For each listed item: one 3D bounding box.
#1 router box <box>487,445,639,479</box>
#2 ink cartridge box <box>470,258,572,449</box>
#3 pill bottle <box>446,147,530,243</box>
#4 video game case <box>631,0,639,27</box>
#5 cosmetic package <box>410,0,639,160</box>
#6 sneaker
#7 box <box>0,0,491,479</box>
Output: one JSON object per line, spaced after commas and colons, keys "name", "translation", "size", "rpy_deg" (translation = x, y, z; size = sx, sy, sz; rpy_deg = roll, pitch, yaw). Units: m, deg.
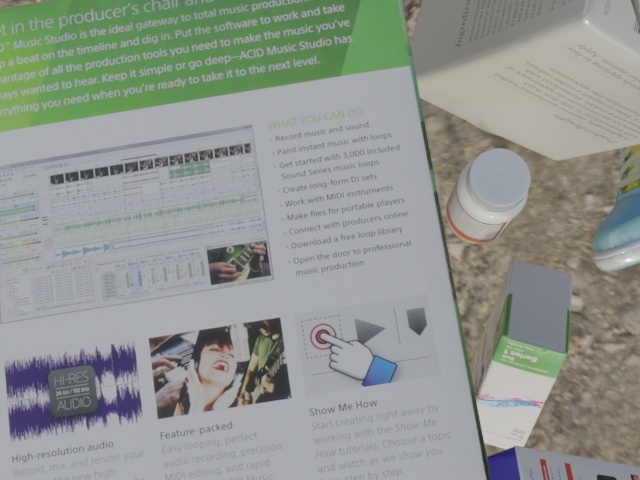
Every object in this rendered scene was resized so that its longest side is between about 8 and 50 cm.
{"name": "router box", "translation": [0.361, 0.462, 1.398], "size": [0.301, 0.082, 0.335], "rpy_deg": [17, 55, -34]}
{"name": "ink cartridge box", "translation": [0.347, 0.207, 1.846], "size": [0.117, 0.201, 0.278], "rpy_deg": [15, 132, 3]}
{"name": "pill bottle", "translation": [0.288, -0.076, 1.786], "size": [0.121, 0.221, 0.121], "rpy_deg": [0, 75, -1]}
{"name": "video game case", "translation": [0.239, -0.257, 0.478], "size": [0.270, 0.061, 0.244], "rpy_deg": [-19, 70, 12]}
{"name": "cosmetic package", "translation": [0.175, -0.156, 0.678], "size": [0.151, 0.184, 0.151], "rpy_deg": [21, 76, -27]}
{"name": "sneaker", "translation": [0.385, -0.116, 1.239], "size": [0.319, 0.127, 0.208], "rpy_deg": [-39, 100, -34]}
{"name": "box", "translation": [-0.051, 0.021, 0.520], "size": [0.232, 0.058, 0.321], "rpy_deg": [-9, 77, 1]}
